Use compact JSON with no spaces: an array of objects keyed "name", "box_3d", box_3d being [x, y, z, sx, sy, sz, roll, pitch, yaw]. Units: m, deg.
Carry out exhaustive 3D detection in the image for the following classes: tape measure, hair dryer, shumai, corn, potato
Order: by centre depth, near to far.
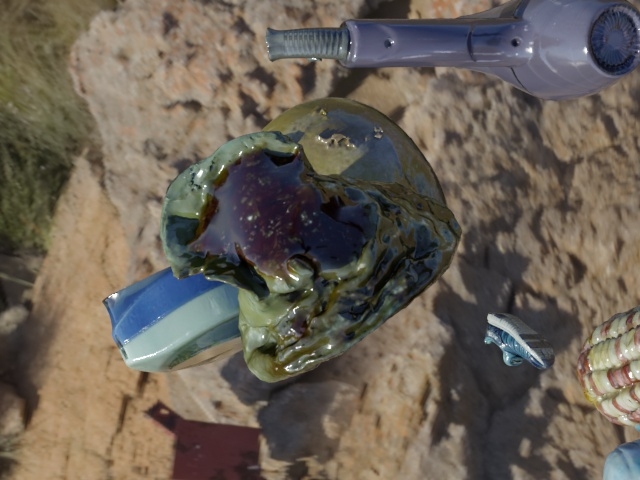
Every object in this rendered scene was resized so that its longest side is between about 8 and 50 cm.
[{"name":"corn","box_3d":[0.232,0.062,0.632,0.079,0.237,0.080,6,72,-18]},{"name":"hair dryer","box_3d":[0.109,-0.204,1.089,0.361,0.301,0.121,-3,100,-22]},{"name":"shumai","box_3d":[-0.019,-0.015,1.324,0.330,0.292,0.288,-37,91,-10]},{"name":"tape measure","box_3d":[-0.173,0.110,1.696,0.262,0.259,0.138,-26,81,26]},{"name":"potato","box_3d":[0.080,-0.086,2.092,0.319,0.385,0.442,-34,105,31]}]

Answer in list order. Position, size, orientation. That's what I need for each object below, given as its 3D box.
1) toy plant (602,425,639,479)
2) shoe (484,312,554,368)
[{"name":"toy plant","box_3d":[0.513,0.269,1.345,0.332,0.247,0.247,-15,72,-8]},{"name":"shoe","box_3d":[0.328,0.175,1.794,0.143,0.064,0.071,37,116,42]}]
